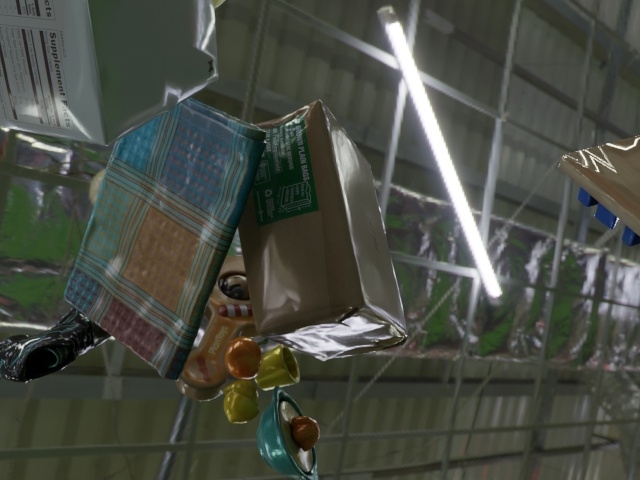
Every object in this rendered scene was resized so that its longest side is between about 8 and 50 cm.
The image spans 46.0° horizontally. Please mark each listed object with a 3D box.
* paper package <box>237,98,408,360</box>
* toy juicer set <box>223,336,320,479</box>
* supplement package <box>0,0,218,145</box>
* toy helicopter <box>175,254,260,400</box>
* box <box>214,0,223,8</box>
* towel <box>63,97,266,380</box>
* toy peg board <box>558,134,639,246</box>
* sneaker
[{"bbox_3d":[0.000,0.000,1.165,0.309,0.168,0.325,41,-144,-67],"label":"paper package"},{"bbox_3d":[-0.057,0.281,1.099,0.209,0.089,0.329,49,-160,-56],"label":"toy juicer set"},{"bbox_3d":[-0.259,-0.228,0.693,0.199,0.262,0.198,-51,-33,-54],"label":"supplement package"},{"bbox_3d":[-0.172,0.131,1.287,0.355,0.234,0.140,-68,-3,-56],"label":"toy helicopter"},{"bbox_3d":[-0.153,-0.490,1.288,0.087,0.232,0.058,46,-129,-12],"label":"box"},{"bbox_3d":[-0.233,-0.025,1.075,0.040,0.271,0.370,8,-73,-56],"label":"towel"},{"bbox_3d":[0.352,-0.031,0.772,0.160,0.161,0.079,-15,-49,-17],"label":"toy peg board"},{"bbox_3d":[-0.480,0.200,1.420,0.267,0.106,0.101,-27,-62,-40],"label":"sneaker"}]
